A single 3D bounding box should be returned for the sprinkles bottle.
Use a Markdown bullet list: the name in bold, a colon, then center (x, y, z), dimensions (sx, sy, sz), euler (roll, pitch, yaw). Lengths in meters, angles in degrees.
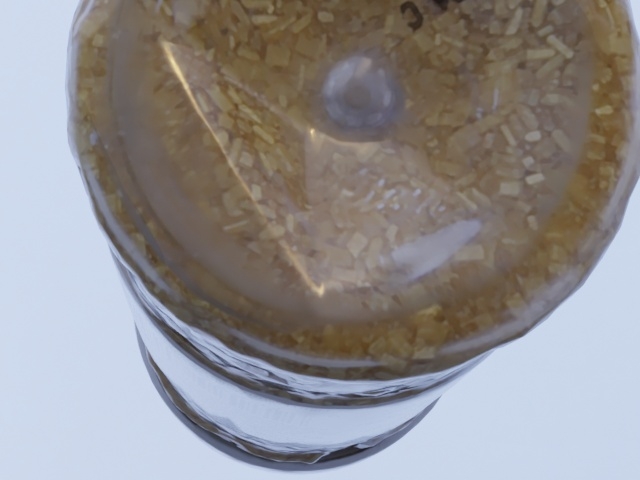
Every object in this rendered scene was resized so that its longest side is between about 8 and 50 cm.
- **sprinkles bottle**: center (0.000, 0.000, 0.536), dimensions (0.121, 0.121, 0.355), euler (9, -10, -1)
